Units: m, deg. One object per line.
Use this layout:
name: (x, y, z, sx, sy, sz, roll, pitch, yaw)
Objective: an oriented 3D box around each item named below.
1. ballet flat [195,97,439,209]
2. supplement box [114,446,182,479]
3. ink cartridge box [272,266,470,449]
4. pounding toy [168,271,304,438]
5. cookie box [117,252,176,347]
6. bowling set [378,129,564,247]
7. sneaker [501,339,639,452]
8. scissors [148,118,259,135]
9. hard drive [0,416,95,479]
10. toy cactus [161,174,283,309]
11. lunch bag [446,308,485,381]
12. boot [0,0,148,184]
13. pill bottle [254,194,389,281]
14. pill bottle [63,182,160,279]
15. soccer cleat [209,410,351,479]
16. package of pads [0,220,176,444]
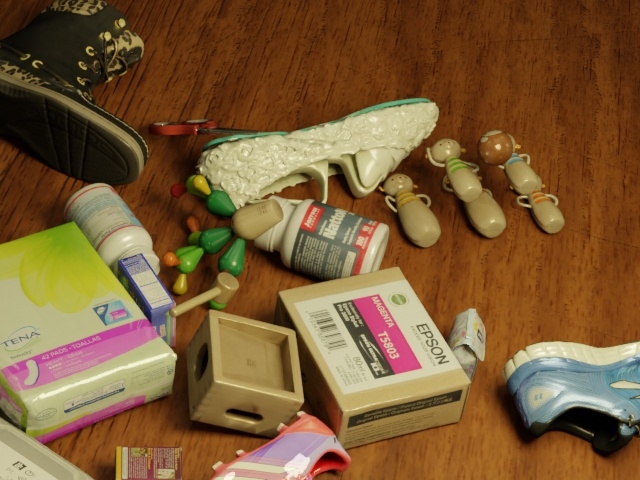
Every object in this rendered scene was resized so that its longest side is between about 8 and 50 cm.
ballet flat: (0.007, -0.115, 2.262, 0.408, 0.147, 0.147, -13, 48, -20)
supplement box: (-0.215, 0.290, 1.820, 0.083, 0.043, 0.055, 2, 43, -8)
ink cartridge box: (0.065, 0.157, 1.988, 0.193, 0.088, 0.235, -12, 47, -22)
pounding toy: (-0.131, 0.145, 1.934, 0.181, 0.094, 0.206, 16, 39, -22)
cookie box: (-0.239, 0.087, 1.999, 0.040, 0.092, 0.107, -19, 51, -24)
bowling set: (0.252, -0.115, 2.244, 0.287, 0.200, 0.154, -4, 42, -20)
sneaker: (0.416, 0.222, 1.985, 0.330, 0.130, 0.147, -3, 58, -10)
scissors: (-0.183, -0.165, 2.215, 0.109, 0.021, 0.297, -4, 10, -20)
hard drive: (-0.440, 0.277, 1.719, 0.339, 0.064, 0.237, 29, 24, 20)
toy cactus: (-0.142, -0.016, 2.087, 0.180, 0.112, 0.219, -25, 51, 20)
lunch bag: (0.202, 0.146, 2.029, 0.053, 0.083, 0.071, 11, 42, 1)
boot: (-0.376, -0.249, 2.306, 0.377, 0.138, 0.284, 23, 44, 21)
pill bottle: (0.000, 0.000, 2.128, 0.180, 0.108, 0.108, 19, 43, 9)
pill bottle: (-0.296, -0.003, 2.087, 0.087, 0.087, 0.160, -20, 51, -29)
soccer cleat: (-0.068, 0.303, 1.814, 0.095, 0.083, 0.248, 39, 47, 22)
package of pads: (-0.363, 0.122, 1.930, 0.229, 0.101, 0.296, -19, 49, -30)
